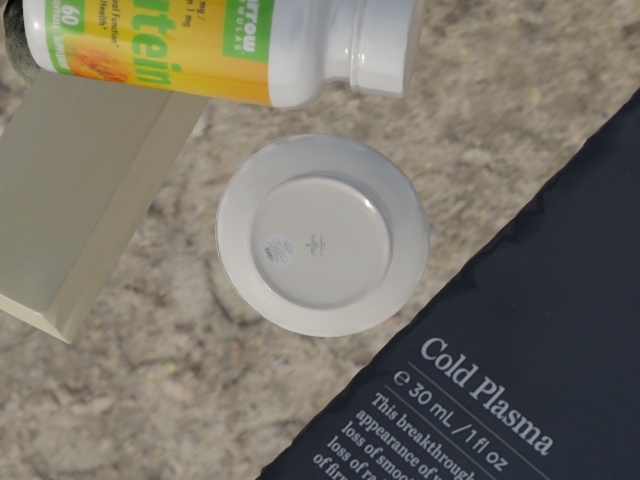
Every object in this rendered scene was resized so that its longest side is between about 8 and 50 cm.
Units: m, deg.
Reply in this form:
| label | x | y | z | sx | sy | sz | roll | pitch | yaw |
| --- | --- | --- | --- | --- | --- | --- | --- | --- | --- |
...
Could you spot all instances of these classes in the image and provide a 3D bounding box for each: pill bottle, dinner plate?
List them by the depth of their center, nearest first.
| label | x | y | z | sx | sy | sz | roll | pitch | yaw |
| --- | --- | --- | --- | --- | --- | --- | --- | --- | --- |
| dinner plate | 0.000 | 0.000 | 1.123 | 0.141 | 0.017 | 0.141 | 3 | 110 | 9 |
| pill bottle | -0.058 | -0.160 | 1.136 | 0.246 | 0.136 | 0.136 | 9 | 109 | 7 |

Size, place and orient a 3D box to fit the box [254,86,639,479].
| label | x | y | z | sx | sy | sz | roll | pitch | yaw |
| --- | --- | --- | --- | --- | --- | --- | --- | --- | --- |
| box | 0.181 | 0.145 | 0.663 | 0.312 | 0.179 | 0.343 | -45 | 57 | -8 |

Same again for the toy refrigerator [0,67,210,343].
| label | x | y | z | sx | sy | sz | roll | pitch | yaw |
| --- | --- | --- | --- | --- | --- | --- | --- | --- | --- |
| toy refrigerator | -0.174 | -0.067 | 1.317 | 0.102 | 0.094 | 0.269 | 25 | 77 | 13 |

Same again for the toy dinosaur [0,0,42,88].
| label | x | y | z | sx | sy | sz | roll | pitch | yaw |
| --- | --- | --- | --- | --- | --- | --- | --- | --- | --- |
| toy dinosaur | -0.207 | -0.166 | 1.476 | 0.313 | 0.160 | 0.121 | 59 | 153 | 34 |
